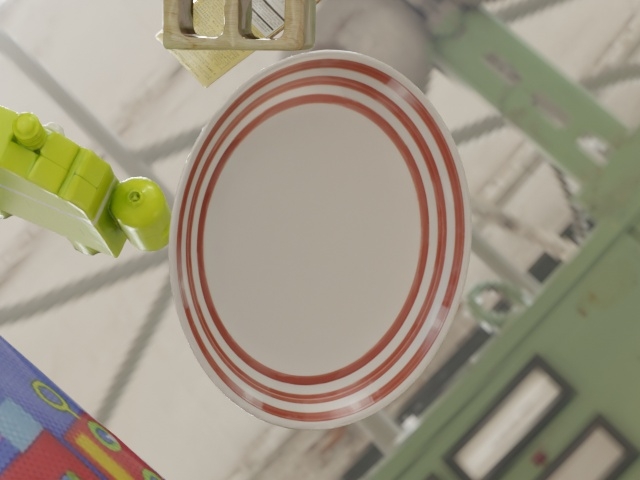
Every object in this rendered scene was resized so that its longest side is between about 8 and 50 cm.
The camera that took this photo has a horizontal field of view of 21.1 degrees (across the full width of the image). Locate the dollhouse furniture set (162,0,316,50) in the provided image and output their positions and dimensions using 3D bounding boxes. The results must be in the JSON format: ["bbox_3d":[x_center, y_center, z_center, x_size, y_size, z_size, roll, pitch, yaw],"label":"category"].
[{"bbox_3d":[-0.065,-0.207,1.463,0.201,0.152,0.374,-35,-53,-72],"label":"dollhouse furniture set"}]

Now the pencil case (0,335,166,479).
[{"bbox_3d":[-0.083,0.097,0.360,0.133,0.306,0.119,-47,4,20],"label":"pencil case"}]

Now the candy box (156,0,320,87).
[{"bbox_3d":[-0.028,-0.292,1.784,0.183,0.087,0.316,-52,12,-32],"label":"candy box"}]

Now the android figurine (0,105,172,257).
[{"bbox_3d":[-0.234,-0.057,1.337,0.273,0.248,0.056,80,-146,-74],"label":"android figurine"}]

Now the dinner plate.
[{"bbox_3d":[0.000,0.000,0.641,0.141,0.017,0.141,-4,-84,-39],"label":"dinner plate"}]
